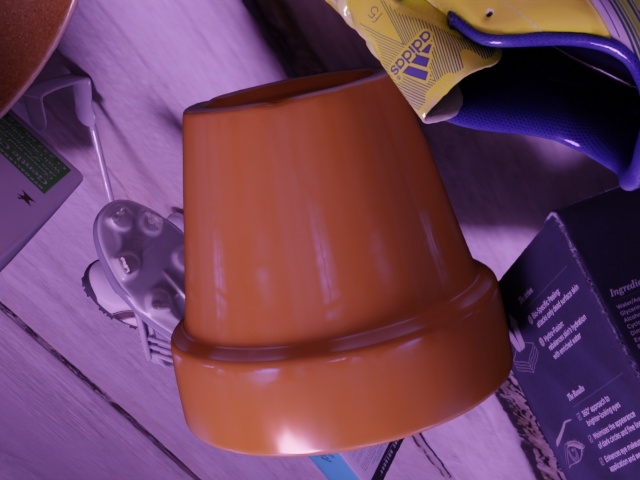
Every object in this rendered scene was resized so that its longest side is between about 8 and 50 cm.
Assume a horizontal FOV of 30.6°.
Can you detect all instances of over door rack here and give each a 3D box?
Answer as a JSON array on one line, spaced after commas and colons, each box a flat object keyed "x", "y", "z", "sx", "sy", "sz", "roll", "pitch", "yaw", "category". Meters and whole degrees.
[{"x": -0.069, "y": 0.003, "z": 0.949, "sx": 0.240, "sy": 0.108, "sz": 0.324, "roll": 14, "pitch": 139, "yaw": 30, "category": "over door rack"}]

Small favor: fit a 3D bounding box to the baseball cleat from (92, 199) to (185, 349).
[{"x": -0.108, "y": 0.060, "z": 0.894, "sx": 0.206, "sy": 0.072, "sz": 0.109, "roll": 50, "pitch": 151, "yaw": -10, "category": "baseball cleat"}]

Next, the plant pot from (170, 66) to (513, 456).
[{"x": 0.000, "y": 0.000, "z": 0.701, "sx": 0.205, "sy": 0.205, "sz": 0.187, "roll": 3, "pitch": 109, "yaw": 45, "category": "plant pot"}]

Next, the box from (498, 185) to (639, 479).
[{"x": 0.184, "y": 0.065, "z": 0.690, "sx": 0.156, "sy": 0.093, "sz": 0.158, "roll": 111, "pitch": 136, "yaw": -67, "category": "box"}]

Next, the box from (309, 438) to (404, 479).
[{"x": 0.014, "y": 0.159, "z": 1.163, "sx": 0.060, "sy": 0.100, "sz": 0.244, "roll": 15, "pitch": 153, "yaw": 32, "category": "box"}]

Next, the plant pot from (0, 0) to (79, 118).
[{"x": -0.305, "y": -0.191, "z": 0.669, "sx": 0.254, "sy": 0.237, "sz": 0.237, "roll": 38, "pitch": 159, "yaw": 11, "category": "plant pot"}]

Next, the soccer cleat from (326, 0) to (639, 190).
[{"x": 0.042, "y": -0.119, "z": 0.522, "sx": 0.289, "sy": 0.121, "sz": 0.093, "roll": 26, "pitch": 157, "yaw": 6, "category": "soccer cleat"}]

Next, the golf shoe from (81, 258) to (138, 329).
[{"x": -0.141, "y": 0.054, "z": 1.169, "sx": 0.198, "sy": 0.077, "sz": 0.094, "roll": 22, "pitch": 146, "yaw": -2, "category": "golf shoe"}]

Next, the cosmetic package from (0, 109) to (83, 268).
[{"x": -0.328, "y": -0.016, "z": 0.837, "sx": 0.197, "sy": 0.155, "sz": 0.365, "roll": 43, "pitch": -167, "yaw": -11, "category": "cosmetic package"}]
